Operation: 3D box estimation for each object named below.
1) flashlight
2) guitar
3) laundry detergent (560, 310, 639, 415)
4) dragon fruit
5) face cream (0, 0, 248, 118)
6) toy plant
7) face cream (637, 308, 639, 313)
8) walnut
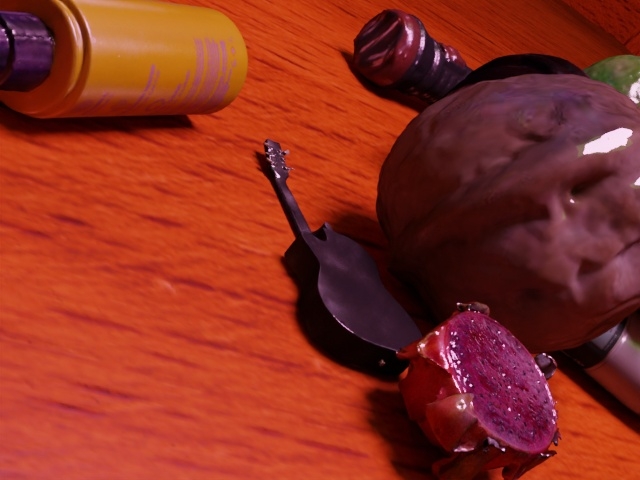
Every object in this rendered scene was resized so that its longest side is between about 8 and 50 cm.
[{"bbox_3d":[0.142,-0.182,1.210,0.232,0.093,0.093,21,30,-40],"label":"flashlight"},{"bbox_3d":[0.000,0.000,0.739,0.088,0.025,0.233,20,30,-37],"label":"guitar"},{"bbox_3d":[0.261,0.094,0.918,0.226,0.070,0.099,38,16,-4],"label":"laundry detergent"},{"bbox_3d":[0.089,0.098,0.654,0.112,0.068,0.126,43,32,-11],"label":"dragon fruit"},{"bbox_3d":[-0.144,-0.114,0.654,0.078,0.078,0.273,47,24,14],"label":"face cream"},{"bbox_3d":[0.211,-0.090,1.001,0.235,0.218,0.175,-5,60,-47],"label":"toy plant"},{"bbox_3d":[0.326,0.056,0.987,0.139,0.067,0.285,50,6,37],"label":"face cream"},{"bbox_3d":[0.151,-0.021,0.783,0.224,0.224,0.224,33,24,-17],"label":"walnut"}]
